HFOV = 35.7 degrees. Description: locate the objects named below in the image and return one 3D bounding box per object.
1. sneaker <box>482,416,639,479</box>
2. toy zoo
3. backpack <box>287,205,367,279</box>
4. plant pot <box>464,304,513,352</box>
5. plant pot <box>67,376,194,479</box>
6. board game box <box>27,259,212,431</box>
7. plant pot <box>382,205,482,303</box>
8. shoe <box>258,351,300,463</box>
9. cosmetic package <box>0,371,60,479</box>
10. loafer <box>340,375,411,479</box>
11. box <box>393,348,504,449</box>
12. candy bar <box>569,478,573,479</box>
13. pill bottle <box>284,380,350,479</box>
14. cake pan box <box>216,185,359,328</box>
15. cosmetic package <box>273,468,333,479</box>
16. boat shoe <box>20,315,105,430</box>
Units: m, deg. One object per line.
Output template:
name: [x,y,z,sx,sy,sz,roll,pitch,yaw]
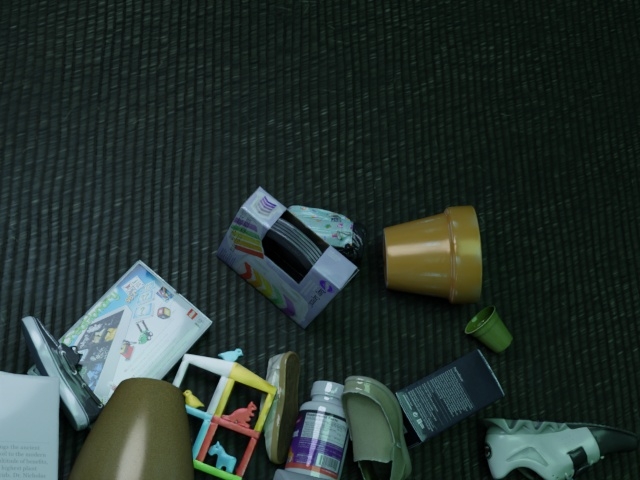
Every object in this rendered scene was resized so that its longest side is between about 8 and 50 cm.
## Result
sneaker: [0.487,0.437,2.017,0.331,0.122,0.146,3,77,-8]
toy zoo: [-0.205,0.340,1.868,0.192,0.030,0.293,20,72,5]
backpack: [0.000,0.000,2.044,0.182,0.152,0.115,11,61,2]
plant pot: [0.362,0.193,2.096,0.079,0.083,0.083,46,64,-8]
plant pot: [-0.320,0.377,1.733,0.237,0.237,0.254,12,59,-11]
board game box: [-0.378,0.208,1.896,0.193,0.053,0.305,40,65,4]
plant pot: [0.226,0.034,2.064,0.188,0.205,0.205,-3,69,1]
shoe: [-0.082,0.325,1.934,0.058,0.076,0.219,-5,66,28]
cosmetic package: [-0.559,0.450,1.615,0.230,0.161,0.453,9,61,-27]
loafer: [0.104,0.371,1.867,0.092,0.102,0.268,-55,131,-48]
box: [0.231,0.318,1.965,0.207,0.153,0.108,-24,77,-21]
candy bar: [0.452,0.511,2.023,0.162,0.018,0.040,-15,77,-20]
pill bottle: [0.002,0.373,1.906,0.108,0.108,0.193,19,65,-8]
cake pan box: [-0.070,0.038,1.931,0.246,0.267,0.070,39,62,-1]
cosmetic package: [0.066,0.602,1.632,0.328,0.394,0.329,15,88,-10]
boat shoe: [-0.459,0.229,1.795,0.076,0.080,0.228,-27,78,-28]
